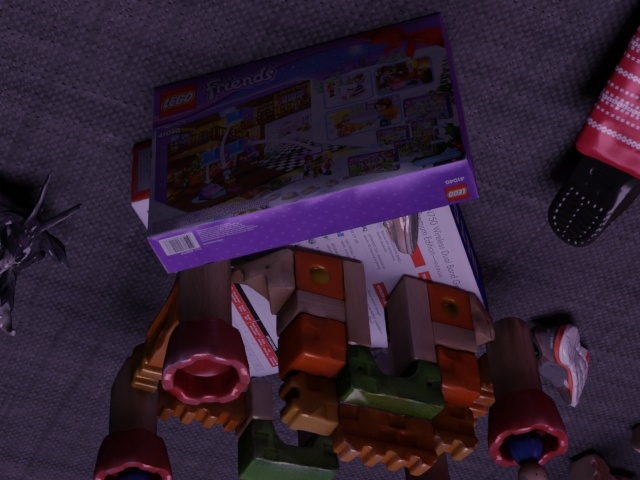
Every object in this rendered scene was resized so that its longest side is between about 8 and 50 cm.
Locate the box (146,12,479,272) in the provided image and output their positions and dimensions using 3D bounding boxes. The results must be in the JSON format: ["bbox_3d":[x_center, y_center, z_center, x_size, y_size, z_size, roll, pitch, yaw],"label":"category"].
[{"bbox_3d":[-0.012,-0.092,1.220,0.293,0.201,0.057,-13,138,11],"label":"box"}]

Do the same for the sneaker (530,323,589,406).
[{"bbox_3d":[0.294,0.149,1.650,0.064,0.061,0.158,9,144,26],"label":"sneaker"}]

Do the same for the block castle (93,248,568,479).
[{"bbox_3d":[0.011,0.201,1.425,0.453,0.213,0.303,15,136,-21],"label":"block castle"}]

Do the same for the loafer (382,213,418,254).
[{"bbox_3d":[0.071,-0.038,1.289,0.039,0.045,0.125,4,134,15],"label":"loafer"}]

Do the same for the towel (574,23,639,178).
[{"bbox_3d":[0.382,-0.154,1.229,0.198,0.031,0.275,26,122,2],"label":"towel"}]

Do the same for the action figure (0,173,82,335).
[{"bbox_3d":[-0.374,0.034,1.382,0.275,0.141,0.164,-24,134,26],"label":"action figure"}]

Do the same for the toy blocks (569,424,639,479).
[{"bbox_3d":[0.467,0.447,1.825,0.309,0.289,0.260,-37,126,28],"label":"toy blocks"}]

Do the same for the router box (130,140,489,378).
[{"bbox_3d":[0.000,0.000,1.417,0.301,0.082,0.335,-14,138,10],"label":"router box"}]

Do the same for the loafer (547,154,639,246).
[{"bbox_3d":[0.315,-0.091,1.360,0.080,0.078,0.220,45,123,11],"label":"loafer"}]
